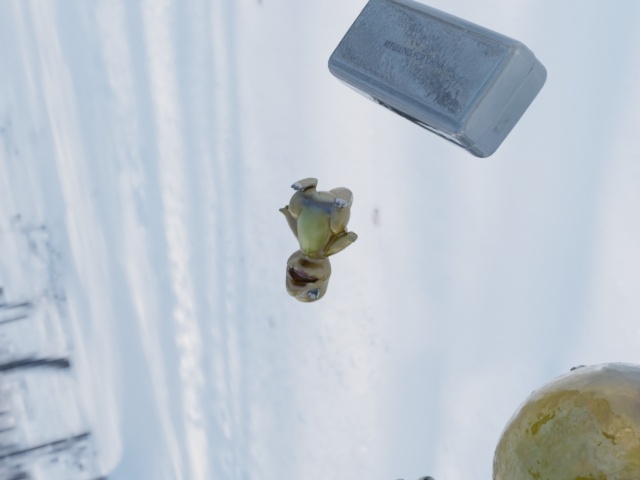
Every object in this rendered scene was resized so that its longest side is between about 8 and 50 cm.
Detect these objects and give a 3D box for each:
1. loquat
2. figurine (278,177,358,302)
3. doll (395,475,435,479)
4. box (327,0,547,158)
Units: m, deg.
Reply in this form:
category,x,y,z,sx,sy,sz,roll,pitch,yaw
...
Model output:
category,x,y,z,sx,sy,sz,roll,pitch,yaw
loquat,0.391,0.303,1.786,0.359,0.328,0.328,-101,7,-55
figurine,0.001,0.001,1.822,0.121,0.122,0.176,23,107,21
doll,0.233,0.566,2.094,0.423,0.348,0.161,-68,7,-31
box,0.101,-0.158,1.211,0.055,0.103,0.243,35,-179,-36
